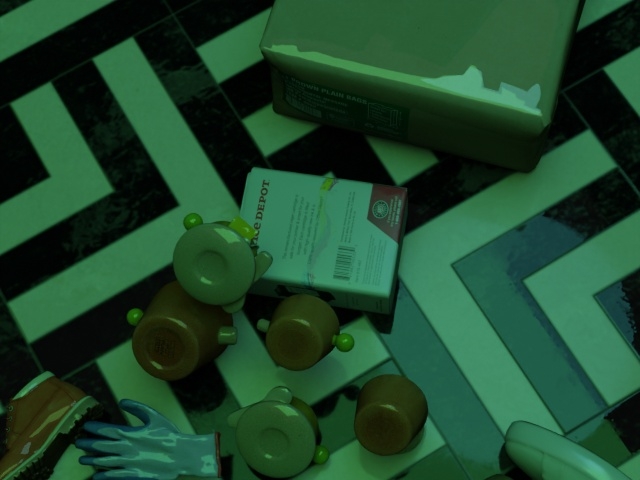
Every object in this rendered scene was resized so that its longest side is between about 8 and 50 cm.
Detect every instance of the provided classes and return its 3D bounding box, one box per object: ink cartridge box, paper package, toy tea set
[{"bbox_3d":[0.000,0.000,1.436,0.175,0.072,0.127,9,71,7],"label":"ink cartridge box"},{"bbox_3d":[0.131,-0.263,1.476,0.325,0.168,0.309,16,71,8],"label":"paper package"},{"bbox_3d":[-0.042,0.120,1.379,0.336,0.124,0.200,43,112,-1],"label":"toy tea set"}]

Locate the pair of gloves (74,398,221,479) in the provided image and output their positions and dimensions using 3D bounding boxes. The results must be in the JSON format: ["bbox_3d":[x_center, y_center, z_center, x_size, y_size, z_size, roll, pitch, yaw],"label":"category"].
[{"bbox_3d":[-0.177,0.262,1.351,0.159,0.023,0.198,1,88,8],"label":"pair of gloves"}]

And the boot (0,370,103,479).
[{"bbox_3d":[-0.312,0.210,1.392,0.085,0.059,0.158,35,67,18],"label":"boot"}]

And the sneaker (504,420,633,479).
[{"bbox_3d":[0.279,0.298,1.292,0.290,0.106,0.123,38,80,18],"label":"sneaker"}]

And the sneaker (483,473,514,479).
[{"bbox_3d":[0.195,0.315,1.281,0.086,0.064,0.192,-17,53,-31],"label":"sneaker"}]
